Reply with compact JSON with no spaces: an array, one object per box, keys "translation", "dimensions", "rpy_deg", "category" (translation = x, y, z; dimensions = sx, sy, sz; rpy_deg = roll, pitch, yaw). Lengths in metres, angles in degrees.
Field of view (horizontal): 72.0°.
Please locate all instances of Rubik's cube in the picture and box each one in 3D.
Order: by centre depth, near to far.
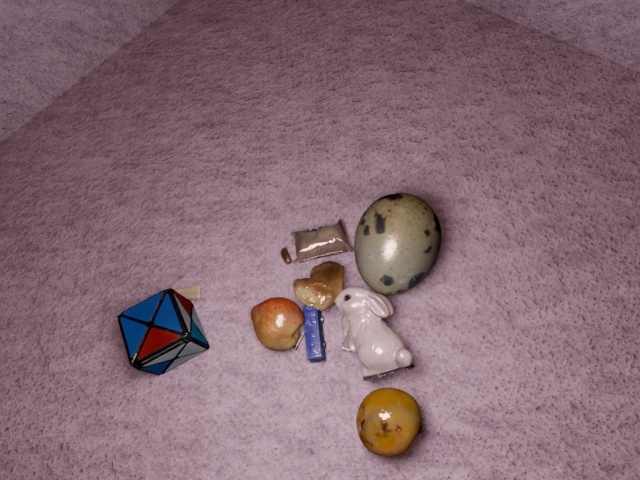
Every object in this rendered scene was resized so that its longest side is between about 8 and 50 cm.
[{"translation":[-0.636,0.377,1.797],"dimensions":[0.246,0.250,0.248],"rpy_deg":[-27,67,-5],"category":"Rubik's cube"}]

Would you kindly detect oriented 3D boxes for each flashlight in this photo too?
[{"translation":[-0.088,0.413,1.828],"dimensions":[0.018,0.018,0.083],"rpy_deg":[22,70,17],"category":"flashlight"}]

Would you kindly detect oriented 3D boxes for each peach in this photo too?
[{"translation":[-0.185,0.329,1.775],"dimensions":[0.233,0.232,0.232],"rpy_deg":[-3,65,7],"category":"peach"}]

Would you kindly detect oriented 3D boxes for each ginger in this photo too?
[{"translation":[-0.003,0.180,1.823],"dimensions":[0.221,0.130,0.275],"rpy_deg":[-3,28,-5],"category":"ginger"}]

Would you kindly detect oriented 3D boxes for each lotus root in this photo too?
[{"translation":[-0.158,0.069,1.993],"dimensions":[0.037,0.030,0.083],"rpy_deg":[-24,63,-2],"category":"lotus root"}]

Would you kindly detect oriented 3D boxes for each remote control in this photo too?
[{"translation":[-0.594,0.241,1.972],"dimensions":[0.122,0.032,0.074],"rpy_deg":[-12,64,3],"category":"remote control"}]

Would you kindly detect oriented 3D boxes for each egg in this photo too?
[{"translation":[0.308,0.014,1.782],"dimensions":[0.345,0.345,0.428],"rpy_deg":[10,70,12],"category":"egg"}]

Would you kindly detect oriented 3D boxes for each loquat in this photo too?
[{"translation":[0.250,0.643,1.566],"dimensions":[0.244,0.244,0.243],"rpy_deg":[-3,65,7],"category":"loquat"}]

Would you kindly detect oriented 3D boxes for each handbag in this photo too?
[{"translation":[0.000,0.000,1.961],"dimensions":[0.271,0.117,0.182],"rpy_deg":[-13,56,3],"category":"handbag"}]

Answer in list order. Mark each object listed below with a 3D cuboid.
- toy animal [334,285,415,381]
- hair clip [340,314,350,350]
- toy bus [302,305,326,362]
[{"translation":[0.199,0.334,1.674],"dimensions":[0.258,0.194,0.357],"rpy_deg":[-27,77,33],"category":"toy animal"},{"translation":[0.149,0.354,1.807],"dimensions":[0.140,0.054,0.220],"rpy_deg":[17,66,20],"category":"hair clip"},{"translation":[-0.024,0.372,1.796],"dimensions":[0.079,0.094,0.236],"rpy_deg":[-8,64,3],"category":"toy bus"}]
